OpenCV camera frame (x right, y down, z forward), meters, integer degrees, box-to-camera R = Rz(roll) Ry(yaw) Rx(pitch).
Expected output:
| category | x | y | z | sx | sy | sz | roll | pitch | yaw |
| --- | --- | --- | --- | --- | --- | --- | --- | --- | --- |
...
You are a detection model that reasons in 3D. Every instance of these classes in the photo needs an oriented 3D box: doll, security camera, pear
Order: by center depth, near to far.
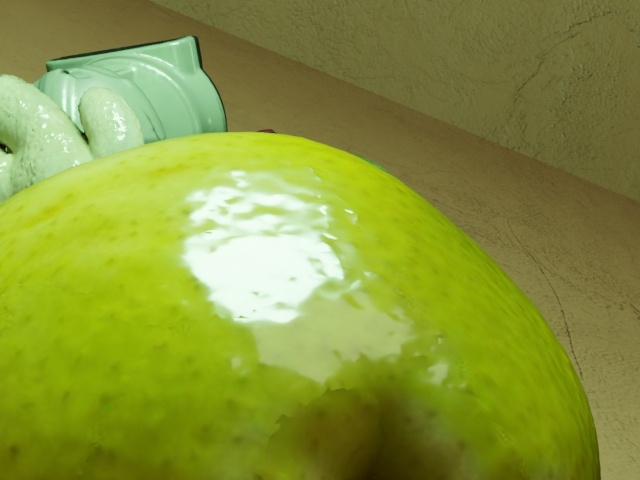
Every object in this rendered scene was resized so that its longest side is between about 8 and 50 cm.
| category | x | y | z | sx | sy | sz | roll | pitch | yaw |
| --- | --- | --- | --- | --- | --- | --- | --- | --- | --- |
| pear | -0.052 | 0.124 | 0.844 | 0.362 | 0.362 | 0.418 | 16 | -11 | -26 |
| doll | -0.210 | -0.043 | 1.495 | 0.278 | 0.175 | 0.149 | 34 | 31 | 21 |
| security camera | -0.211 | -0.091 | 1.680 | 0.197 | 0.191 | 0.277 | -7 | 10 | 11 |

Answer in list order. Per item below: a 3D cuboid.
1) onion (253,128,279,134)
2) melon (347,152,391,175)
| category | x | y | z | sx | sy | sz | roll | pitch | yaw |
| --- | --- | --- | --- | --- | --- | --- | --- | --- | --- |
| onion | -0.075 | -0.041 | 1.898 | 0.140 | 0.150 | 0.150 | -22 | 30 | -13 |
| melon | 0.000 | 0.000 | 1.695 | 0.182 | 0.182 | 0.287 | 27 | 12 | 15 |
